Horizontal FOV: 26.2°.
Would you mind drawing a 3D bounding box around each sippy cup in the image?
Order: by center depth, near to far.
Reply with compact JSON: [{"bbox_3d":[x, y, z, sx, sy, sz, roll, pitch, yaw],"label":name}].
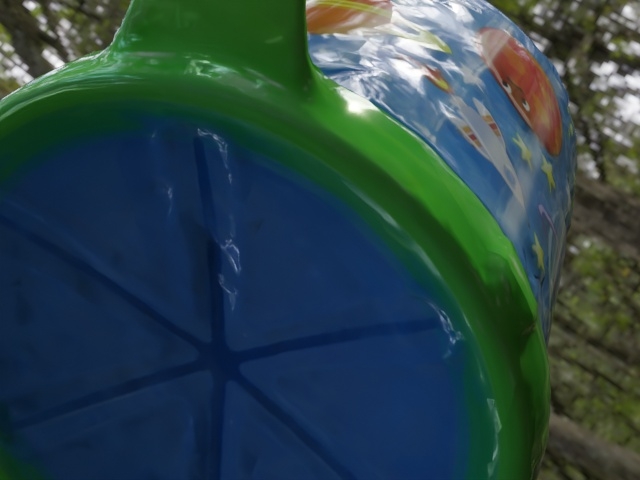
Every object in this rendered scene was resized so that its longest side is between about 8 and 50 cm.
[{"bbox_3d":[0.000,0.000,0.553,0.305,0.240,0.224,-46,2,36],"label":"sippy cup"}]
